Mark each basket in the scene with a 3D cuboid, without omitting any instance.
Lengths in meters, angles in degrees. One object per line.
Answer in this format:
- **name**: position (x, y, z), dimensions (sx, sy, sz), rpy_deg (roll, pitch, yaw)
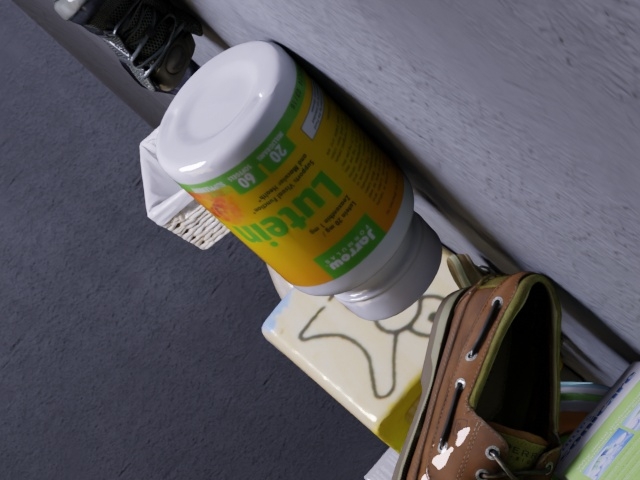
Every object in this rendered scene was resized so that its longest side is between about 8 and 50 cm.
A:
- **basket**: position (-0.158, -0.084, 2.184), dimensions (0.103, 0.113, 0.167), rpy_deg (39, -156, -34)

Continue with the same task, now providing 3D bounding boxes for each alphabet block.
- **alphabet block**: position (0.095, 0.108, 1.714), dimensions (0.197, 0.192, 0.193), rpy_deg (39, 178, 41)

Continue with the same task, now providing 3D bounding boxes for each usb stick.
- **usb stick**: position (-0.197, -0.210, 2.012), dimensions (0.077, 0.045, 0.278), rpy_deg (49, 175, -14)

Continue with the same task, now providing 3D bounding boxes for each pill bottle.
- **pill bottle**: position (-0.008, -0.040, 1.387), dimensions (0.245, 0.136, 0.136), rpy_deg (43, 176, -34)

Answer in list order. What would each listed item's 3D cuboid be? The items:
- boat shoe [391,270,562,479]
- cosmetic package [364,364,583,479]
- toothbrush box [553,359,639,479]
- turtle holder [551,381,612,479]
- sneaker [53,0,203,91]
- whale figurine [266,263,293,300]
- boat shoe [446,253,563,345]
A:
- **boat shoe**: position (0.129, 0.168, 1.317), dimensions (0.110, 0.307, 0.104), rpy_deg (16, 157, -27)
- **cosmetic package**: position (0.177, 0.219, 1.816), dimensions (0.127, 0.238, 0.107), rpy_deg (41, 175, 33)
- **toothbrush box**: position (0.305, 0.204, 1.223), dimensions (0.206, 0.122, 0.283), rpy_deg (40, 176, -3)
- **turtle holder**: position (0.217, 0.228, 1.512), dimensions (0.227, 0.243, 0.320), rpy_deg (40, -175, -19)
- **sneaker**: position (-0.167, -0.202, 1.509), dimensions (0.130, 0.087, 0.227), rpy_deg (39, 179, -3)
- **whale figurine**: position (0.000, 0.000, 2.085), dimensions (0.272, 0.141, 0.216), rpy_deg (65, -175, 20)
- **boat shoe**: position (0.170, 0.060, 1.553), dimensions (0.153, 0.048, 0.056), rpy_deg (50, -175, -27)
